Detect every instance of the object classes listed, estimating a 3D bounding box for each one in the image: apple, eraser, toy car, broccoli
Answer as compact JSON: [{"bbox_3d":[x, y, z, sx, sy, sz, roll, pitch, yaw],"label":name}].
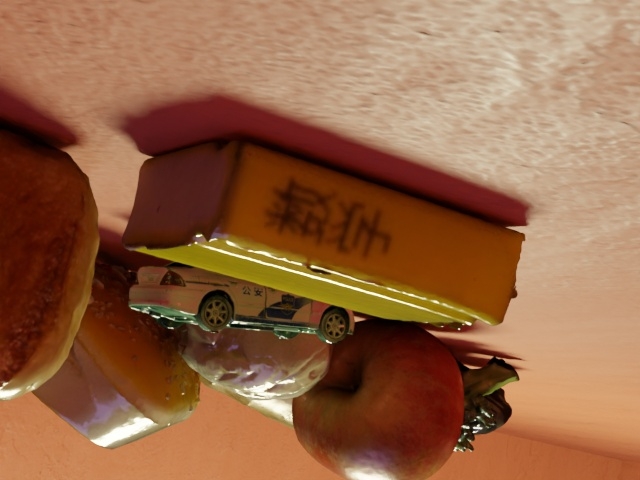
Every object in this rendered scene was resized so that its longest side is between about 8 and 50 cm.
[{"bbox_3d":[0.067,0.189,1.456,0.209,0.209,0.164,3,150,42],"label":"apple"},{"bbox_3d":[0.000,0.000,0.811,0.226,0.069,0.158,16,172,-27],"label":"eraser"},{"bbox_3d":[-0.069,0.054,1.203,0.224,0.076,0.090,9,173,-36],"label":"toy car"},{"bbox_3d":[0.177,0.195,1.639,0.160,0.154,0.167,-31,161,8],"label":"broccoli"}]

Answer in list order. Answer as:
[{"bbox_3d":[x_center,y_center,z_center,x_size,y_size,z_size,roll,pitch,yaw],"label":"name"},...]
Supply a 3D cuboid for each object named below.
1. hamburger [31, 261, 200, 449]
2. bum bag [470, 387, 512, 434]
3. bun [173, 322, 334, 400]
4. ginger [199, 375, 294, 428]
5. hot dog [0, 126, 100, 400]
[{"bbox_3d":[-0.235,0.121,1.417,0.227,0.151,0.295,45,179,5],"label":"hamburger"},{"bbox_3d":[0.120,0.207,1.827,0.341,0.095,0.144,9,-165,28],"label":"bum bag"},{"bbox_3d":[-0.082,0.107,1.381,0.193,0.127,0.178,15,172,-3],"label":"bun"},{"bbox_3d":[-0.091,0.167,1.661,0.376,0.166,0.236,11,-178,-32],"label":"ginger"},{"bbox_3d":[-0.353,-0.016,0.794,0.405,0.185,0.223,20,166,-42],"label":"hot dog"}]
